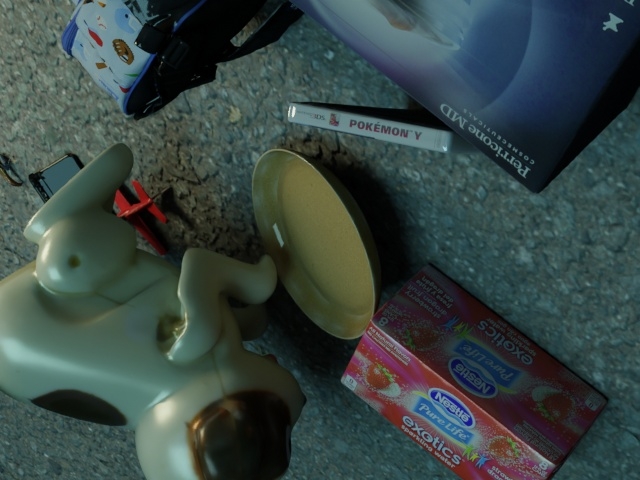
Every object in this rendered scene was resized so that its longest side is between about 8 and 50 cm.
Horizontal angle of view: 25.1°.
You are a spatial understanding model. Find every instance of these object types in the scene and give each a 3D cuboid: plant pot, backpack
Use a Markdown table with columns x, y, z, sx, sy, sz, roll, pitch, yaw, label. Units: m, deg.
| x | y | z | sx | sy | sz | roll | pitch | yaw | label |
| --- | --- | --- | --- | --- | --- | --- | --- | --- | --- |
| 0.000 | 0.000 | 1.645 | 0.236 | 0.032 | 0.236 | 41 | 145 | 37 | plant pot |
| -0.150 | -0.253 | 1.445 | 0.213 | 0.276 | 0.263 | 48 | 149 | 8 | backpack |

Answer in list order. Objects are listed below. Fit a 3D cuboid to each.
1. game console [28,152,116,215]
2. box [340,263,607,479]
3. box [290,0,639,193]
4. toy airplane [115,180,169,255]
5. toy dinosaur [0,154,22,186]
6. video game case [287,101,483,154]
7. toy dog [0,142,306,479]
| x | y | z | sx | sy | sz | roll | pitch | yaw | label |
| --- | --- | --- | --- | --- | --- | --- | --- | --- | --- |
| -0.341 | -0.055 | 1.988 | 0.122 | 0.071 | 0.107 | 58 | 171 | -11 | game console |
| 0.166 | 0.166 | 1.594 | 0.257 | 0.122 | 0.128 | 38 | 140 | 13 | box |
| 0.164 | -0.251 | 1.196 | 0.296 | 0.183 | 0.294 | 40 | 143 | 12 | box |
| -0.242 | -0.039 | 1.891 | 0.151 | 0.028 | 0.151 | 25 | 138 | 25 | toy airplane |
| -0.477 | -0.115 | 2.048 | 0.082 | 0.047 | 0.090 | 34 | 154 | 47 | toy dinosaur |
| 0.100 | -0.107 | 1.377 | 0.183 | 0.201 | 0.023 | 14 | 101 | 36 | video game case |
| -0.200 | 0.147 | 1.705 | 0.408 | 0.395 | 0.284 | 40 | 144 | 8 | toy dog |
